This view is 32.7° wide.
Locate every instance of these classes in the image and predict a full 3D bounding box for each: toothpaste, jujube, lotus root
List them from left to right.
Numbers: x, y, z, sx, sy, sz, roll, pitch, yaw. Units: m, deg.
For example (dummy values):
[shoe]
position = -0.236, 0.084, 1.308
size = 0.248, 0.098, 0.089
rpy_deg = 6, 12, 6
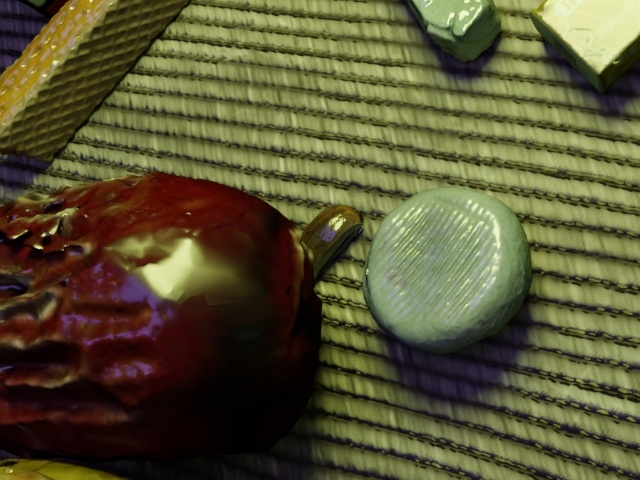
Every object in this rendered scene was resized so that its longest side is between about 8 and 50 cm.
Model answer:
[jujube]
position = -0.166, 0.069, 0.887
size = 0.377, 0.258, 0.258
rpy_deg = 1, 79, 26
[lotus root]
position = -0.001, 0.000, 0.956
size = 0.083, 0.030, 0.037
rpy_deg = -48, 64, 6
[toothpaste]
position = 0.312, -0.256, 0.865
size = 0.313, 0.071, 0.089
rpy_deg = -43, 70, 8

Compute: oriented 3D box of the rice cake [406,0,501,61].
[rice cake]
position = 0.088, -0.246, 0.957
size = 0.063, 0.069, 0.206
rpy_deg = -35, 65, 14

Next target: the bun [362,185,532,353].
[bun]
position = 0.104, 0.027, 0.880
size = 0.141, 0.083, 0.140
rpy_deg = -11, 65, 24

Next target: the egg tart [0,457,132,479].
[egg tart]
position = -0.200, 0.309, 0.835
size = 0.443, 0.443, 0.178
rpy_deg = -14, 30, 20

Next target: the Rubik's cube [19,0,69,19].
[Rubik's cube]
position = -0.269, -0.345, 1.064
size = 0.184, 0.187, 0.182
rpy_deg = -45, 66, 10

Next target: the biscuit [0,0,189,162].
[biscuit]
position = -0.197, -0.222, 1.056
size = 0.378, 0.094, 0.054
rpy_deg = -48, 65, 6
